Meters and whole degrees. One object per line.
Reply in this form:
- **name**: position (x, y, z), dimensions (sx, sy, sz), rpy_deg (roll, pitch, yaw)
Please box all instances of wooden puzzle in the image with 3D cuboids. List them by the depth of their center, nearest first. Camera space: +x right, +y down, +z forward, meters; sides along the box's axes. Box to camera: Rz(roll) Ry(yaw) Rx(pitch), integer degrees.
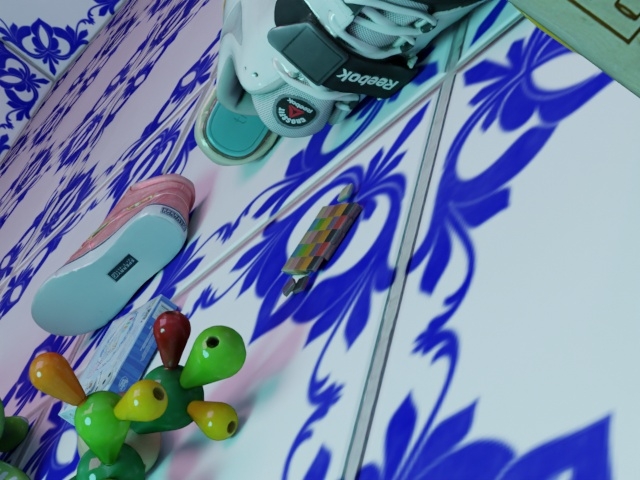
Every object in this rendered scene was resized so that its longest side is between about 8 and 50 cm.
- **wooden puzzle**: position (0.000, 0.000, 0.735), dimensions (0.083, 0.006, 0.049), rpy_deg (-57, 18, -15)

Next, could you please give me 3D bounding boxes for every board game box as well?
- **board game box**: position (-0.151, 0.090, 0.909), dimensions (0.090, 0.020, 0.090), rpy_deg (-26, 32, 53)

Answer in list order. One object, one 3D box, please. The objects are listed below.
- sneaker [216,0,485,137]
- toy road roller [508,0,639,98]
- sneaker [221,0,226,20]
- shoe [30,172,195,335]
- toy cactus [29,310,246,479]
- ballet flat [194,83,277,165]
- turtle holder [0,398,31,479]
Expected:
- **sneaker**: position (0.020, -0.137, 0.811), dimensions (0.330, 0.122, 0.146), rpy_deg (3, 76, 66)
- **toy road roller**: position (0.160, -0.188, 0.350), dimensions (0.329, 0.202, 0.240), rpy_deg (-55, -1, 39)
- **sneaker**: position (0.008, -0.306, 1.111), dimensions (0.321, 0.126, 0.127), rpy_deg (-56, 24, -7)
- **shoe**: position (-0.177, 0.012, 1.065), dimensions (0.178, 0.063, 0.081), rpy_deg (-37, 21, 25)
- **toy cactus**: position (-0.127, 0.123, 0.687), dimensions (0.219, 0.112, 0.180), rpy_deg (-59, 7, 5)
- **ballet flat**: position (-0.020, -0.168, 1.006), dimensions (0.248, 0.086, 0.086), rpy_deg (-53, 18, 0)
- **turtle holder**: position (-0.379, 0.170, 0.978), dimensions (0.243, 0.227, 0.320), rpy_deg (-48, 18, 15)
